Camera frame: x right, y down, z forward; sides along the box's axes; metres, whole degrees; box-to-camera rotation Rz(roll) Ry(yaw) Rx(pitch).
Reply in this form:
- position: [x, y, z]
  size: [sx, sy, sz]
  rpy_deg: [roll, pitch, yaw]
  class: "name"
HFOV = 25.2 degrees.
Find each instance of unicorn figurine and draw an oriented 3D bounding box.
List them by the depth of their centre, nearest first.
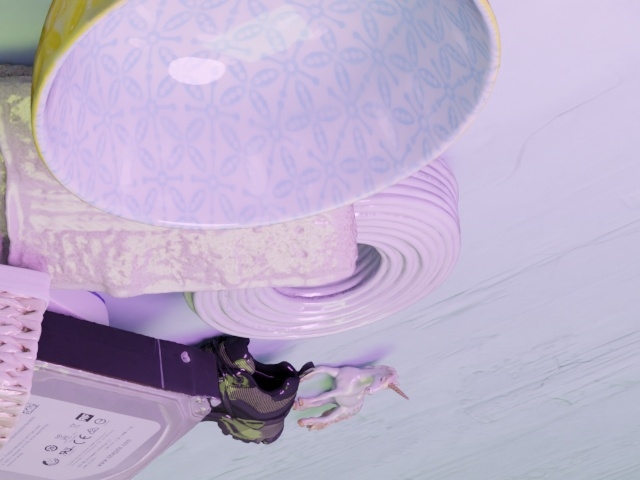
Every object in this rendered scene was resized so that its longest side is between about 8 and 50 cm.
- position: [0.027, 0.170, 1.604]
  size: [0.111, 0.060, 0.162]
  rpy_deg: [-9, 167, -9]
  class: "unicorn figurine"

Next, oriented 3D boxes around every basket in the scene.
- position: [-0.292, 0.080, 1.050]
  size: [0.167, 0.103, 0.113]
  rpy_deg: [10, 143, -20]
  class: "basket"

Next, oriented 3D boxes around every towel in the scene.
- position: [-0.110, -0.046, 1.063]
  size: [0.282, 0.049, 0.187]
  rpy_deg: [-2, 126, -5]
  class: "towel"

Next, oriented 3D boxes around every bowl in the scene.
- position: [-0.044, -0.145, 0.901]
  size: [0.290, 0.156, 0.289]
  rpy_deg: [-10, 151, -5]
  class: "bowl"

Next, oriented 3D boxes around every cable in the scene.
- position: [0.000, 0.000, 1.246]
  size: [0.257, 0.089, 0.257]
  rpy_deg: [-10, 151, -6]
  class: "cable"

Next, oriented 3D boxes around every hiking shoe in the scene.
- position: [-0.121, 0.134, 1.463]
  size: [0.227, 0.086, 0.114]
  rpy_deg: [14, 119, -31]
  class: "hiking shoe"

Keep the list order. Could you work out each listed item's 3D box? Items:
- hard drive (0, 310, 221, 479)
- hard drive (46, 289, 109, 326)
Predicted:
- position: [-0.292, 0.146, 1.293]
  size: [0.339, 0.064, 0.237]
  rpy_deg: [19, 136, -34]
  class: "hard drive"
- position: [-0.383, 0.090, 1.296]
  size: [0.319, 0.040, 0.210]
  rpy_deg: [-23, 149, 18]
  class: "hard drive"
